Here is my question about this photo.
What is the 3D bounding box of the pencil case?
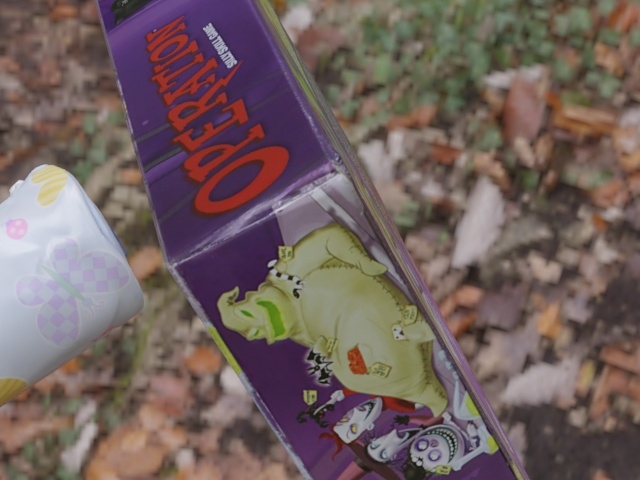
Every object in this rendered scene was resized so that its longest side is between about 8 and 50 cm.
[{"bbox_3d":[-0.251,0.063,1.257,0.273,0.113,0.124,-35,88,-11],"label":"pencil case"}]

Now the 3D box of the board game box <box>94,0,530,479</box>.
[{"bbox_3d":[0.000,0.000,0.568,0.056,0.208,0.347,-33,27,4],"label":"board game box"}]
